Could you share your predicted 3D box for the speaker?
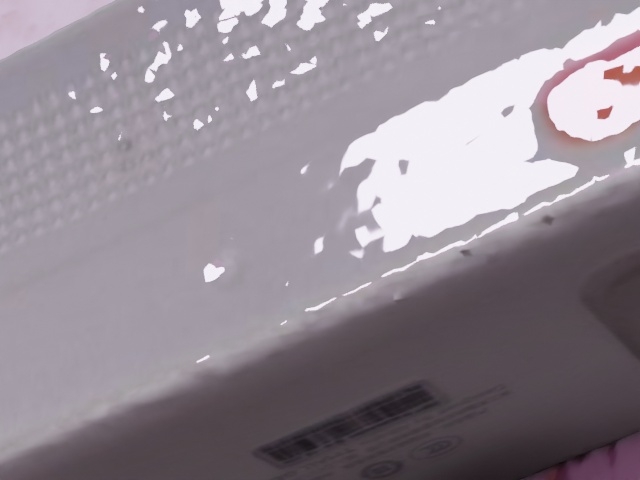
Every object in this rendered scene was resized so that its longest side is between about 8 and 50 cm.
[{"bbox_3d":[0.000,0.000,0.610,0.406,0.184,0.183,-24,62,19],"label":"speaker"}]
